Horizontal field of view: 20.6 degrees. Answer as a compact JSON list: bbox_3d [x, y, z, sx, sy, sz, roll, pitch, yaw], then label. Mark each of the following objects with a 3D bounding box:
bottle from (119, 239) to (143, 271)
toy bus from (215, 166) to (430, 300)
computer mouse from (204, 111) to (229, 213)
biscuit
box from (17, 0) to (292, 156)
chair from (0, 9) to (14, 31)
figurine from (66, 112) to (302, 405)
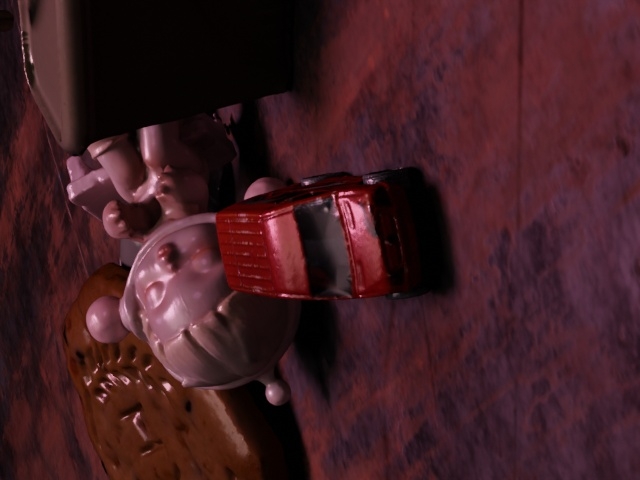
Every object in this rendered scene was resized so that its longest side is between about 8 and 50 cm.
[{"bbox_3d":[-0.146,0.050,1.634,0.253,0.079,0.096,97,178,-46],"label":"bottle"},{"bbox_3d":[0.000,0.000,1.165,0.195,0.089,0.081,-176,74,-70],"label":"toy bus"},{"bbox_3d":[-0.114,-0.079,1.506,0.079,0.047,0.135,149,110,-69],"label":"computer mouse"},{"bbox_3d":[-0.130,0.190,1.586,0.359,0.046,0.359,40,145,37],"label":"biscuit"},{"bbox_3d":[-0.117,-0.207,1.233,0.138,0.178,0.274,-122,27,-43],"label":"box"},{"bbox_3d":[-0.295,-0.287,1.294,0.272,0.166,0.188,33,137,30],"label":"chair"},{"bbox_3d":[-0.104,0.018,1.380,0.144,0.182,0.256,83,165,-68],"label":"figurine"}]
